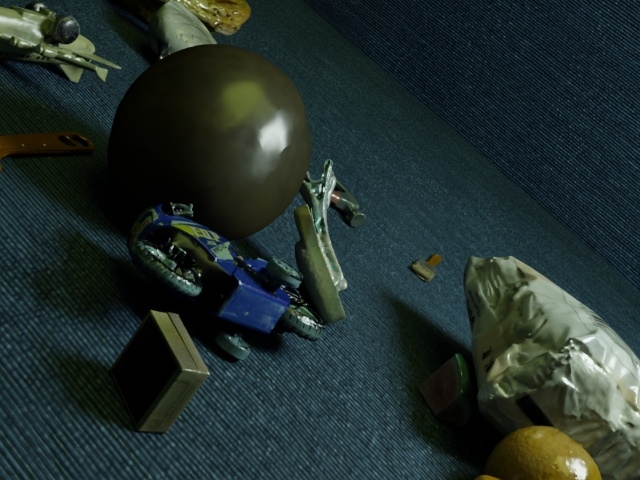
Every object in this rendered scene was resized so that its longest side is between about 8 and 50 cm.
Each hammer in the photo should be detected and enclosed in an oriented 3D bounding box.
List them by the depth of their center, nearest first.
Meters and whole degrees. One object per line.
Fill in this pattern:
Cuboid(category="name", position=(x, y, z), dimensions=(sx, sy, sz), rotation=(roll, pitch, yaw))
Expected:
Cuboid(category="hammer", position=(-0.051, -0.107, 1.674), dimensions=(0.288, 0.033, 0.111), rotation=(24, 24, -34))

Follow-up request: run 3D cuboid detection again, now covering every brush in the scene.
Cuboid(category="brush", position=(-0.356, -0.111, 1.171), dimensions=(0.090, 0.017, 0.314), rotation=(41, 18, 12))
Cuboid(category="brush", position=(0.194, 0.043, 1.786), dimensions=(0.043, 0.014, 0.170), rotation=(38, 17, 8))

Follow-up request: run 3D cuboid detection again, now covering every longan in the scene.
Cuboid(category="longan", position=(-0.137, -0.117, 1.236), dimensions=(0.258, 0.258, 0.258), rotation=(33, 19, -13))

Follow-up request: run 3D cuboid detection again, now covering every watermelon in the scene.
Cuboid(category="watermelon", position=(0.169, 0.191, 1.307), dimensions=(0.072, 0.092, 0.084), rotation=(-13, 25, -11))

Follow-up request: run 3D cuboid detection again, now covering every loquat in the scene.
Cuboid(category="loquat", position=(0.256, 0.283, 1.147), dimensions=(0.141, 0.141, 0.141), rotation=(33, 19, -13))

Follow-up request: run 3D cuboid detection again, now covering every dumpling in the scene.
Cuboid(category="dumpling", position=(-0.241, -0.348, 1.807), dimensions=(0.150, 0.092, 0.176), rotation=(22, 25, -31))

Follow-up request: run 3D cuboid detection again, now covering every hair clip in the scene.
Cuboid(category="hair clip", position=(-0.002, -0.001, 1.321), dimensions=(0.159, 0.071, 0.218), rotation=(71, 9, -74))

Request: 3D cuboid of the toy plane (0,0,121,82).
Cuboid(category="toy plane", position=(-0.403, -0.281, 1.375), dimensions=(0.242, 0.104, 0.256), rotation=(32, 6, 34))

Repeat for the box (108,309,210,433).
Cuboid(category="box", position=(-0.146, 0.116, 0.902), dimensions=(0.035, 0.079, 0.083), rotation=(16, 28, -45))

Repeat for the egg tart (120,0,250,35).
Cuboid(category="egg tart", position=(-0.303, -0.499, 2.009), dimensions=(0.341, 0.129, 0.341), rotation=(33, 21, -14))

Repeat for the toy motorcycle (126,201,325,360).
Cuboid(category="toy motorcycle", position=(-0.113, 0.038, 1.112), dimensions=(0.169, 0.113, 0.315), rotation=(39, 7, 37))

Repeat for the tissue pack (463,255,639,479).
Cuboid(category="tissue pack", position=(0.351, 0.204, 1.376), dimensions=(0.390, 0.195, 0.375), rotation=(47, 13, -10))

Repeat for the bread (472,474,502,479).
Cuboid(category="bread", position=(0.200, 0.314, 1.014), dimensions=(0.200, 0.116, 0.077), rotation=(28, 1, -30))
